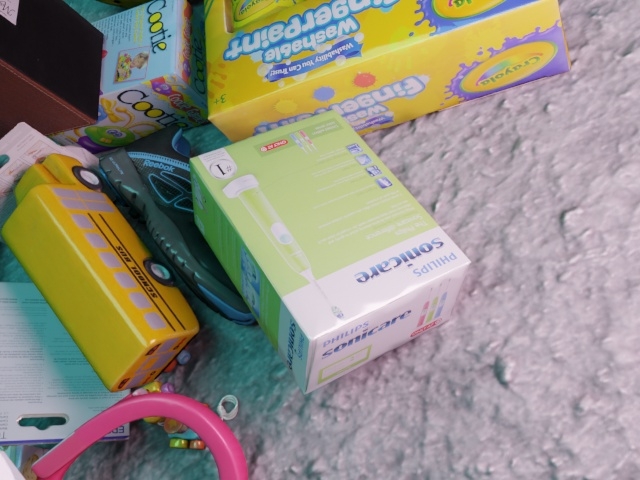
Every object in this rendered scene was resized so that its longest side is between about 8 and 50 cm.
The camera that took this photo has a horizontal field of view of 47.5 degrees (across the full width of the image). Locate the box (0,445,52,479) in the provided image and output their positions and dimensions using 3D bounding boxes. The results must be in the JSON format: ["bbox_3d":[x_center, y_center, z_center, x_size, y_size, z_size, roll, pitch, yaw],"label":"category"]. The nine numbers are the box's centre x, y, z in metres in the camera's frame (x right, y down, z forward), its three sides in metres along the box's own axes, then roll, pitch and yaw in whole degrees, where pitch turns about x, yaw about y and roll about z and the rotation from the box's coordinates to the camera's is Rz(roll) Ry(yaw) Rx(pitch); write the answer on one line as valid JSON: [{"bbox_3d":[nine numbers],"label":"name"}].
[{"bbox_3d":[-0.417,0.435,0.952,0.063,0.067,0.324,-8,66,21],"label":"box"}]

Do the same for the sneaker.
[{"bbox_3d":[-0.170,-0.034,0.993,0.139,0.125,0.341,-36,66,-13],"label":"sneaker"}]

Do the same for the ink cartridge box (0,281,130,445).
[{"bbox_3d":[-0.367,0.165,0.971,0.223,0.045,0.224,4,61,-20],"label":"ink cartridge box"}]

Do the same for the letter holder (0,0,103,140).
[{"bbox_3d":[-0.468,-0.259,0.948,0.214,0.302,0.152,-11,69,21],"label":"letter holder"}]

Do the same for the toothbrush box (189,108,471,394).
[{"bbox_3d":[0.000,0.000,0.853,0.206,0.122,0.283,-24,56,-23],"label":"toothbrush box"}]

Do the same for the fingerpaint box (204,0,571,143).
[{"bbox_3d":[0.066,-0.347,0.985,0.444,0.163,0.371,-14,65,19],"label":"fingerpaint box"}]

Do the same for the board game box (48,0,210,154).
[{"bbox_3d":[-0.299,-0.247,1.124,0.275,0.142,0.144,-11,67,21],"label":"board game box"}]

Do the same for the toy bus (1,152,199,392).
[{"bbox_3d":[-0.299,0.031,0.947,0.108,0.130,0.333,-47,72,19],"label":"toy bus"}]

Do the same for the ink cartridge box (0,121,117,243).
[{"bbox_3d":[-0.424,-0.076,1.065,0.181,0.224,0.056,-40,56,5],"label":"ink cartridge box"}]

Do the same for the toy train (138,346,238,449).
[{"bbox_3d":[-0.190,0.195,0.954,0.166,0.046,0.125,39,89,32],"label":"toy train"}]

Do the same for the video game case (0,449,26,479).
[{"bbox_3d":[-0.375,0.376,0.772,0.206,0.227,0.026,54,135,-2],"label":"video game case"}]

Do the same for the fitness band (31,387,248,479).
[{"bbox_3d":[-0.225,0.306,0.878,0.290,0.054,0.209,-36,89,9],"label":"fitness band"}]

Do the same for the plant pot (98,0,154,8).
[{"bbox_3d":[-0.301,-0.583,1.167,0.366,0.366,0.353,1,81,25],"label":"plant pot"}]
